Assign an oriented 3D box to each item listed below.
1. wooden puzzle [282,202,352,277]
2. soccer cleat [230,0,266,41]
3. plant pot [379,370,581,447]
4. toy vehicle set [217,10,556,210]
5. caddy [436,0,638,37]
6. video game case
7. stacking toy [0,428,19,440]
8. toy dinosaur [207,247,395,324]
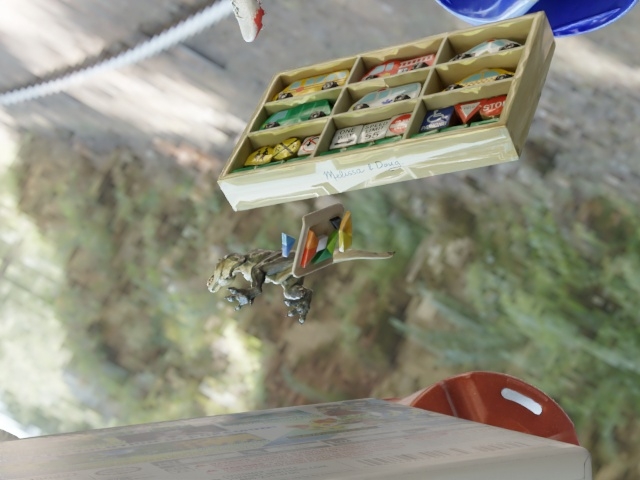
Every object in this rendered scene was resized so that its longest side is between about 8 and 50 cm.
[{"bbox_3d":[0.000,0.000,1.768,0.014,0.078,0.116,28,-141,32],"label":"wooden puzzle"},{"bbox_3d":[-0.067,-0.207,1.374,0.036,0.083,0.029,3,169,-37],"label":"soccer cleat"},{"bbox_3d":[0.127,0.259,1.638,0.272,0.272,0.265,30,156,-4],"label":"plant pot"},{"bbox_3d":[0.057,-0.109,1.400,0.267,0.166,0.035,-10,126,27],"label":"toy vehicle set"},{"bbox_3d":[0.239,-0.335,1.684,0.241,0.179,0.341,14,151,-8],"label":"caddy"},{"bbox_3d":[-0.055,0.140,0.976,0.329,0.036,0.300,-5,-178,-21],"label":"video game case"},{"bbox_3d":[-0.371,0.358,2.125,0.221,0.167,0.052,23,155,8],"label":"stacking toy"},{"bbox_3d":[-0.048,0.048,2.081,0.268,0.118,0.064,-4,124,27],"label":"toy dinosaur"}]
